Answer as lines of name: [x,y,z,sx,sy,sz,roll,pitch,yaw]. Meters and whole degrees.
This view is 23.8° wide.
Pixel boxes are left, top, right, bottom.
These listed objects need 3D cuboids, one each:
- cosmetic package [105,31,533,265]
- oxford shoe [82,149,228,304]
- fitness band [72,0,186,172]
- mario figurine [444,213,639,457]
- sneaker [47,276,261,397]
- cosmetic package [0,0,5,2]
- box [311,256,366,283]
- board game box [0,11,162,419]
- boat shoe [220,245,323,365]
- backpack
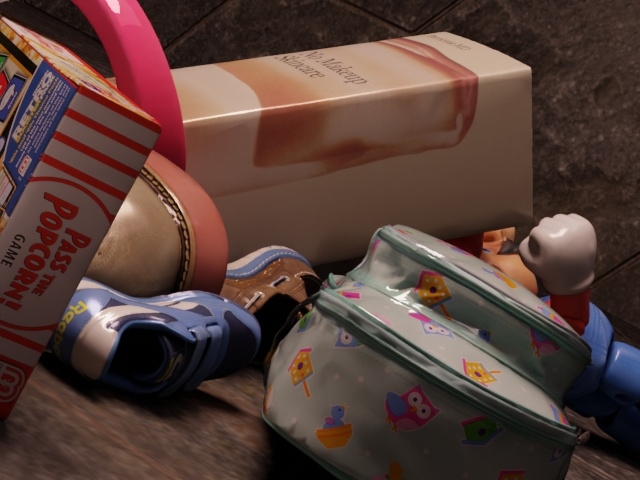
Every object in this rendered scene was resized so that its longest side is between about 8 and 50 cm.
cosmetic package: [-0.004,-0.066,1.140,0.296,0.129,0.153,-11,21,-22]
oxford shoe: [-0.208,-0.056,0.916,0.348,0.123,0.130,29,14,36]
fitness band: [-0.189,-0.111,1.032,0.054,0.209,0.291,-14,31,-40]
mario figurine: [0.193,0.053,1.272,0.320,0.198,0.170,29,27,-19]
sneaker: [-0.082,0.057,0.803,0.144,0.053,0.059,8,19,-45]
cosmetic package: [-0.264,-0.311,0.855,0.097,0.377,0.284,-24,16,-28]
box: [0.000,0.000,1.309,0.087,0.101,0.102,22,8,-37]
board game box: [-0.153,-0.022,0.722,0.045,0.147,0.193,26,6,-28]
boat shoe: [-0.040,0.050,0.989,0.066,0.066,0.183,34,19,21]
backpack: [0.056,0.078,0.783,0.166,0.144,0.188,32,10,2]
